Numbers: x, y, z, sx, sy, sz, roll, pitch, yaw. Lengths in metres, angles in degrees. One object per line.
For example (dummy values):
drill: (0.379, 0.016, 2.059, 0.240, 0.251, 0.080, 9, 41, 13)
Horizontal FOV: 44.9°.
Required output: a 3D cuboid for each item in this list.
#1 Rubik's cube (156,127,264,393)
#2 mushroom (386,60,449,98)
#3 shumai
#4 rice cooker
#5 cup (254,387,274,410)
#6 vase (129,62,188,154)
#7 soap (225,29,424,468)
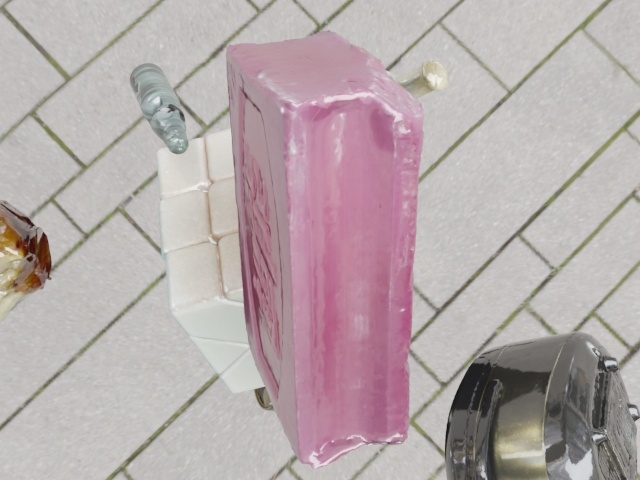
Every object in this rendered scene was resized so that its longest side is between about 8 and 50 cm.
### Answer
Rubik's cube: (-0.056, 0.018, 1.247, 0.319, 0.322, 0.316, -15, 56, 4)
mushroom: (0.170, -0.342, 1.689, 0.223, 0.081, 0.092, 4, 107, 28)
shumai: (-0.298, 0.017, 0.667, 0.120, 0.201, 0.201, -2, 82, -8)
rice cooker: (0.146, 0.130, 0.498, 0.106, 0.165, 0.112, -19, 111, 28)
cup: (-0.039, 0.240, 1.521, 0.177, 0.239, 0.166, 3, 112, -25)
vase: (-0.240, -0.196, 1.177, 0.060, 0.060, 0.211, -26, 47, -5)
soap: (0.000, 0.000, 0.754, 0.128, 0.233, 0.359, -10, 117, -16)
